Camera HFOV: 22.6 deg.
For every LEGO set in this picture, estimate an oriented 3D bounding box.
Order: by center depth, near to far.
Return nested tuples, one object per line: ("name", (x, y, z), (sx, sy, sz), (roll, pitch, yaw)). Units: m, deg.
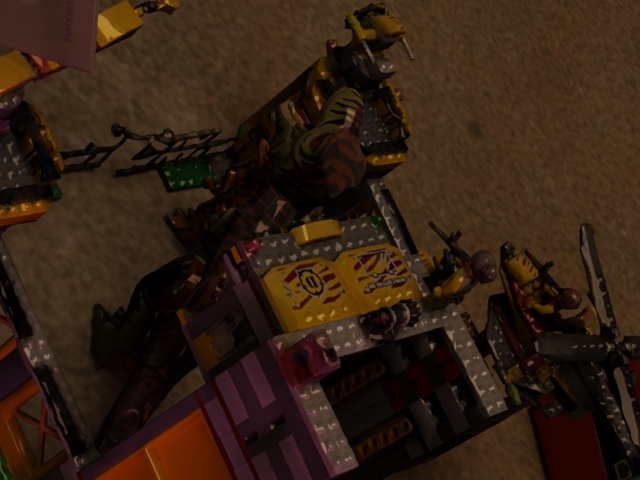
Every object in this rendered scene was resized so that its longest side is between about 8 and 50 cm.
("LEGO set", (0.000, 0.000, 0.637), (0.331, 0.192, 0.255), (0, 63, -45))

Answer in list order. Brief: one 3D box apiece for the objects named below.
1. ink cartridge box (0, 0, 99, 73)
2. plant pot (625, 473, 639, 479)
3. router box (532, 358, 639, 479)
("ink cartridge box", (-0.180, -0.110, 0.532), (0.209, 0.109, 0.062), (17, 41, 5))
("plant pot", (0.093, 0.217, 0.546), (0.252, 0.248, 0.247), (-7, 67, -27))
("router box", (0.283, 0.224, 0.844), (0.335, 0.082, 0.301), (14, 54, -38))
